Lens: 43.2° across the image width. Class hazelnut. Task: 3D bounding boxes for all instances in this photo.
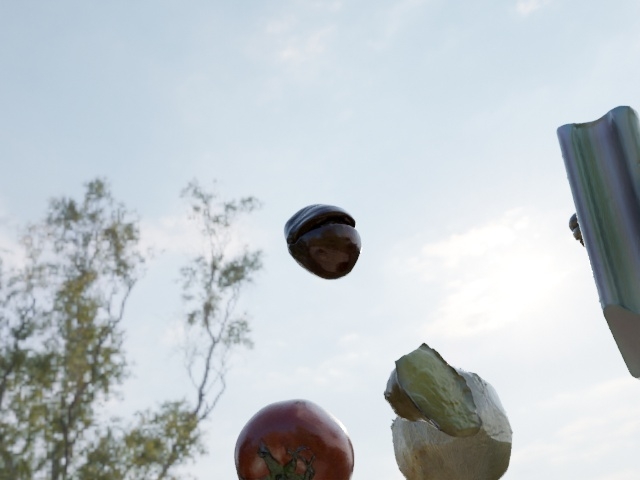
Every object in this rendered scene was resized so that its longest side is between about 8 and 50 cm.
[{"bbox_3d":[0.000,0.000,2.281,0.217,0.251,0.217,-13,-49,-15],"label":"hazelnut"}]

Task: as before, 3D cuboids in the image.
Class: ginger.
[{"bbox_3d":[0.198,0.303,1.481,0.115,0.193,0.122,-14,-39,-39],"label":"ginger"}]

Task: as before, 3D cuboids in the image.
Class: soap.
[{"bbox_3d":[0.441,0.011,1.120,0.115,0.346,0.208,-19,-23,28],"label":"soap"}]

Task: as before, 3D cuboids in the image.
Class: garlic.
[{"bbox_3d":[0.857,-0.060,2.512,0.127,0.131,0.194,35,-33,-5],"label":"garlic"}]

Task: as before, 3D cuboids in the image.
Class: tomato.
[{"bbox_3d":[-0.054,0.459,1.706,0.256,0.255,0.224,-20,10,16],"label":"tomato"}]

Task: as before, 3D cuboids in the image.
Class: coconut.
[{"bbox_3d":[0.372,0.553,2.272,0.347,0.360,0.346,-7,-50,-8],"label":"coconut"}]
